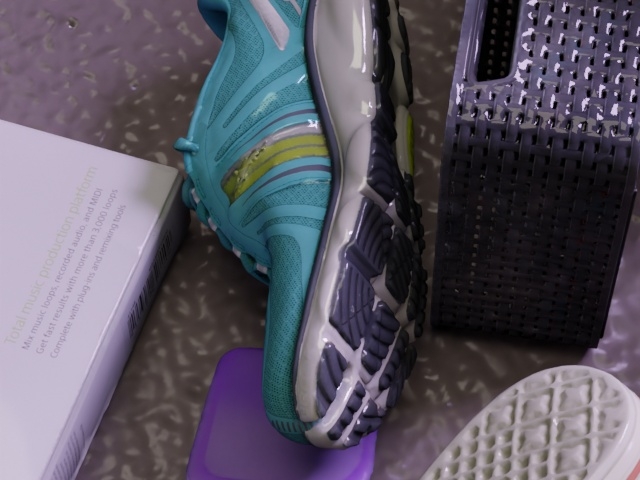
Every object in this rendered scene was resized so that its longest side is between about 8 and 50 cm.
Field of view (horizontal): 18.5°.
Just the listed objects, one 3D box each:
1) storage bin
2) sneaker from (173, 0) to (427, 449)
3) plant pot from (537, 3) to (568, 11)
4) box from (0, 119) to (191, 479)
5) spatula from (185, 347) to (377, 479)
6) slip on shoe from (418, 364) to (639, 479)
[{"bbox_3d":[0.101,-0.042,0.899,0.084,0.180,0.122,7,60,6],"label":"storage bin"},{"bbox_3d":[-0.011,-0.023,0.917,0.110,0.107,0.275,-11,54,13],"label":"sneaker"},{"bbox_3d":[0.201,-0.233,0.921,0.272,0.272,0.265,14,66,9],"label":"plant pot"},{"bbox_3d":[-0.252,0.029,0.935,0.322,0.058,0.232,15,61,12],"label":"box"},{"bbox_3d":[0.000,0.000,0.963,0.084,0.030,0.296,7,60,4],"label":"spatula"},{"bbox_3d":[0.030,0.198,0.804,0.331,0.101,0.123,-45,32,-11],"label":"slip on shoe"}]
